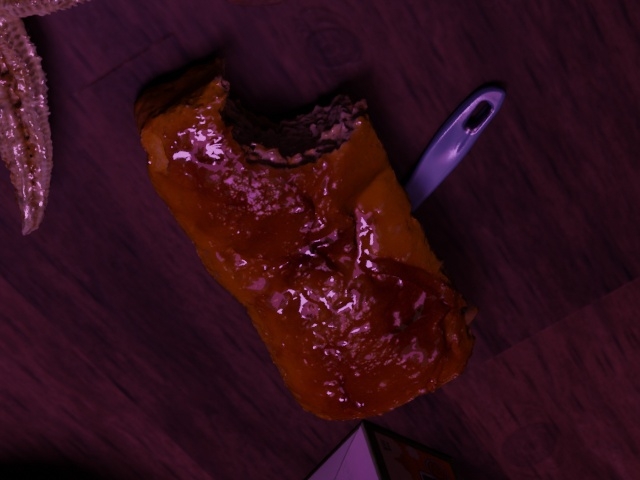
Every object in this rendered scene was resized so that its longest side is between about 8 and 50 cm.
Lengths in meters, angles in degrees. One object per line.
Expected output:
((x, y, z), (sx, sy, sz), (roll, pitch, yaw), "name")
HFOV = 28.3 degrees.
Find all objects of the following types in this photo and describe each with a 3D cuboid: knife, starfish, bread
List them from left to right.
((-0.275, -0.171, 0.889), (0.358, 0.078, 0.347), (-40, 127, 16), "starfish")
((0.000, 0.000, 1.071), (0.185, 0.109, 0.380), (-24, 126, 11), "bread")
((0.059, -0.022, 1.138), (0.044, 0.019, 0.313), (25, 118, -26), "knife")

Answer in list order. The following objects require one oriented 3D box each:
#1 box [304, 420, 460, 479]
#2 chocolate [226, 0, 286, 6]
((0.064, 0.328, 1.296), (0.148, 0.195, 0.177), (28, 115, -31), "box")
((-0.044, -0.218, 0.947), (0.065, 0.031, 0.100), (-3, 126, -19), "chocolate")
